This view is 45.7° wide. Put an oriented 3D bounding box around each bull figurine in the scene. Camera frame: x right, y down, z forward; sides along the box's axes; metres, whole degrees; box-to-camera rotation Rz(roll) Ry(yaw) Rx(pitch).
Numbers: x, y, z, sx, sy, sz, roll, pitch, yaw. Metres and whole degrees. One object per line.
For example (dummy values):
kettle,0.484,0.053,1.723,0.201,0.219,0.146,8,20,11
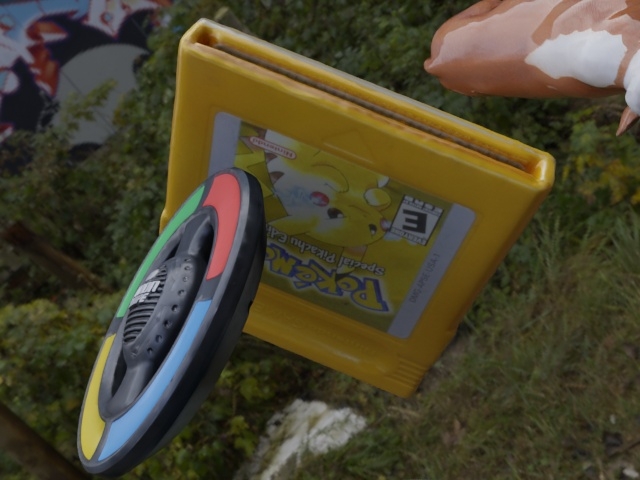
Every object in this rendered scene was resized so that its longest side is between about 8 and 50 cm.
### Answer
bull figurine,0.225,-0.168,0.632,0.188,0.101,0.310,-28,28,-25

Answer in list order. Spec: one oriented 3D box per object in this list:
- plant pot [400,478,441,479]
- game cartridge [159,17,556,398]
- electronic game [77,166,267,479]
plant pot,0.045,0.257,0.349,0.290,0.290,0.195,-41,-23,-5
game cartridge,0.000,0.000,0.657,0.323,0.285,0.052,109,-176,-48
electronic game,-0.108,0.051,0.529,0.229,0.048,0.229,-46,26,31
